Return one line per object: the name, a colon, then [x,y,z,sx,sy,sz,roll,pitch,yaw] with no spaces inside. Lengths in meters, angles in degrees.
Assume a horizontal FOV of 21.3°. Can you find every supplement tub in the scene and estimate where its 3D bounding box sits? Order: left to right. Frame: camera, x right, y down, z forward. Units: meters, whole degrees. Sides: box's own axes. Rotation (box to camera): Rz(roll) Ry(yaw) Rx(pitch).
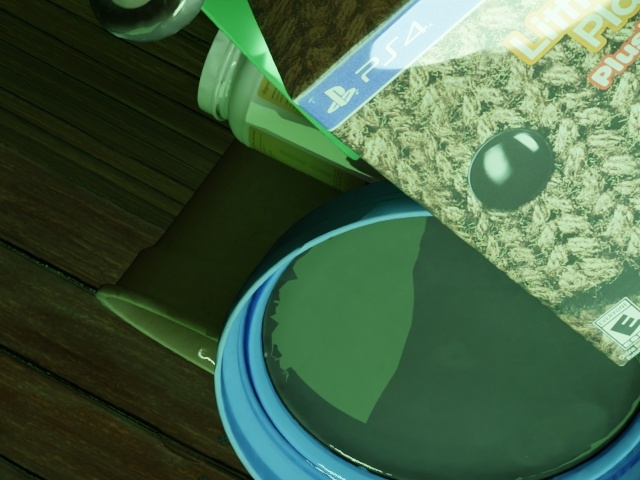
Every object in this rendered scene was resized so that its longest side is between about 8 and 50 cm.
supplement tub: [0.010,-0.126,1.471,0.199,0.144,0.144,26,170,10]

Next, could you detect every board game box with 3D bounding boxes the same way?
board game box: [0.142,-0.109,0.873,0.291,0.232,0.141,36,-159,-38]

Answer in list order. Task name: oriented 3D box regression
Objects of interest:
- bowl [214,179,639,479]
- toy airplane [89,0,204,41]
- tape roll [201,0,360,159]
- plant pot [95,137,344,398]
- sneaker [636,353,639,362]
bowl: [0.110,0.110,1.394,0.391,0.077,0.391,4,128,5]
toy airplane: [-0.098,-0.306,0.705,0.384,0.272,0.386,44,-159,-23]
tape roll: [-0.058,-0.196,1.159,0.321,0.077,0.321,46,-174,-6]
plant pot: [0.000,0.000,1.659,0.334,0.305,0.334,27,169,6]
sneaker: [0.304,0.084,1.024,0.236,0.130,0.323,42,170,-12]
